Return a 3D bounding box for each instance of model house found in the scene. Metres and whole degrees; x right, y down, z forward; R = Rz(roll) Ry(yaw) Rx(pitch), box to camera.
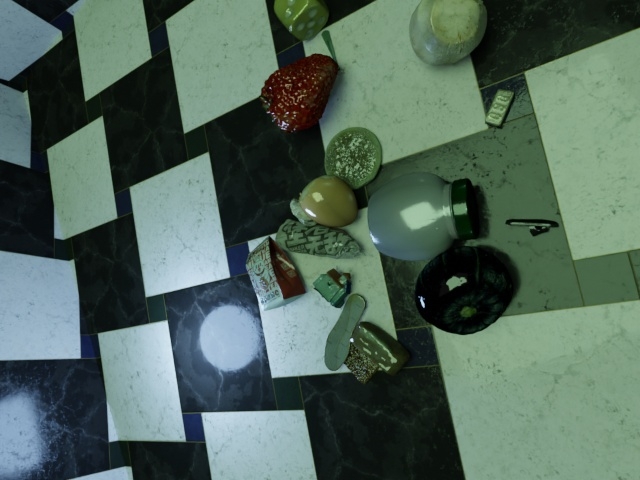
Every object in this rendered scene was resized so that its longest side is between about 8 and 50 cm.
[{"bbox_3d":[0.069,0.179,1.751,0.149,0.119,0.148,-47,64,9],"label":"model house"}]

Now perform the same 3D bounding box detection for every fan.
[{"bbox_3d":[0.047,-0.805,1.803,0.038,0.016,0.193,-25,78,26],"label":"fan"}]

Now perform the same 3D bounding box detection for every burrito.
[{"bbox_3d":[0.000,0.000,1.789,0.445,0.101,0.139,9,84,32],"label":"burrito"}]

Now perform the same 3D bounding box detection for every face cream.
[{"bbox_3d":[0.358,-0.086,1.510,0.356,0.219,0.313,-8,86,29],"label":"face cream"}]

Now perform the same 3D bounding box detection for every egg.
[{"bbox_3d":[0.039,-0.153,1.707,0.244,0.201,0.201,36,109,-1],"label":"egg"}]

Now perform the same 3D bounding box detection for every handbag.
[{"bbox_3d":[-0.206,0.139,1.873,0.171,0.151,0.298,-33,73,39],"label":"handbag"}]

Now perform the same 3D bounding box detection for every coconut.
[{"bbox_3d":[0.432,-0.729,1.464,0.244,0.247,0.245,0,103,2],"label":"coconut"}]

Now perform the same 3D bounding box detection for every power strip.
[{"bbox_3d":[0.616,-0.456,1.465,0.056,0.032,0.123,26,102,26],"label":"power strip"}]

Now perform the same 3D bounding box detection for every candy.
[{"bbox_3d":[0.229,0.415,1.657,0.234,0.102,0.104,38,108,27],"label":"candy"}]

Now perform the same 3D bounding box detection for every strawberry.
[{"bbox_3d":[-0.065,-0.603,1.738,0.351,0.267,0.312,-41,40,7],"label":"strawberry"}]

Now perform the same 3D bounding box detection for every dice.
[{"bbox_3d":[-0.080,-0.967,1.788,0.169,0.169,0.166,-38,72,25],"label":"dice"}]

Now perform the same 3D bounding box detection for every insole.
[{"bbox_3d":[0.094,0.381,1.759,0.119,0.009,0.349,29,103,29],"label":"insole"}]

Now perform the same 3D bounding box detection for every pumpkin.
[{"bbox_3d":[0.473,0.157,1.426,0.315,0.238,0.315,5,123,7],"label":"pumpkin"}]

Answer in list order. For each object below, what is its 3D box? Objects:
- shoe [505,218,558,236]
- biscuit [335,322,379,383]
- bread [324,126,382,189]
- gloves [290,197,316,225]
[{"bbox_3d":[0.696,-0.042,1.409,0.159,0.062,0.053,7,107,29],"label":"shoe"},{"bbox_3d":[0.134,0.463,1.756,0.237,0.026,0.131,45,109,21],"label":"biscuit"},{"bbox_3d":[0.126,-0.336,1.747,0.266,0.040,0.267,1,91,30],"label":"bread"},{"bbox_3d":[-0.058,-0.119,1.818,0.153,0.114,0.070,50,136,36],"label":"gloves"}]
